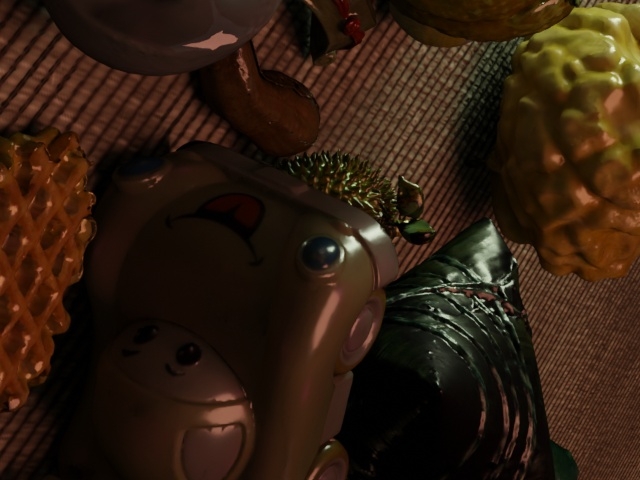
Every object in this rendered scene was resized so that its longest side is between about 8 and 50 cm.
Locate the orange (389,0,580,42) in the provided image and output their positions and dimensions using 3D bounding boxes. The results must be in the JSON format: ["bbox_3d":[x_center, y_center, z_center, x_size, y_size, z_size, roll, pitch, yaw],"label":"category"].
[{"bbox_3d":[0.130,-0.324,1.608,0.300,0.223,0.301,-51,135,-65],"label":"orange"}]

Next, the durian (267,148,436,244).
[{"bbox_3d":[-0.012,-0.008,1.689,0.198,0.146,0.159,-50,118,-9],"label":"durian"}]

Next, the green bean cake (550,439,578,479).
[{"bbox_3d":[0.082,0.280,1.952,0.300,0.308,0.169,-55,-167,-25],"label":"green bean cake"}]

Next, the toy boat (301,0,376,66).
[{"bbox_3d":[0.006,-0.217,1.639,0.185,0.071,0.089,61,14,-60],"label":"toy boat"}]

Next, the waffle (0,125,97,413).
[{"bbox_3d":[-0.246,0.031,1.369,0.243,0.059,0.238,-18,123,-62],"label":"waffle"}]

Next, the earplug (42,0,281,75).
[{"bbox_3d":[-0.121,-0.262,1.242,0.214,0.175,0.325,-21,126,-26],"label":"earplug"}]

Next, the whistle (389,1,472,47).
[{"bbox_3d":[0.140,-0.261,1.834,0.223,0.123,0.123,-51,155,-63],"label":"whistle"}]

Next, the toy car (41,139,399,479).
[{"bbox_3d":[-0.106,0.115,1.501,0.226,0.242,0.336,-26,135,-52],"label":"toy car"}]

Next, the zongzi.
[{"bbox_3d":[0.104,0.144,1.701,0.383,0.362,0.319,-14,83,-31],"label":"zongzi"}]

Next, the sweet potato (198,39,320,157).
[{"bbox_3d":[-0.060,-0.132,1.592,0.233,0.062,0.081,47,49,-60],"label":"sweet potato"}]

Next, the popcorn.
[{"bbox_3d":[0.373,-0.110,2.155,0.349,0.381,0.349,9,90,-73],"label":"popcorn"}]
